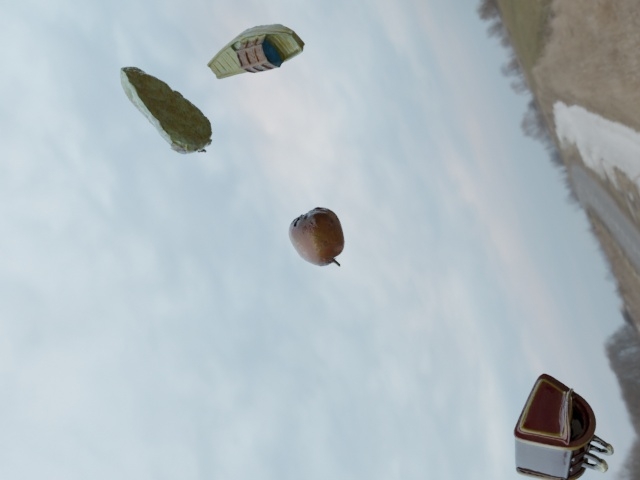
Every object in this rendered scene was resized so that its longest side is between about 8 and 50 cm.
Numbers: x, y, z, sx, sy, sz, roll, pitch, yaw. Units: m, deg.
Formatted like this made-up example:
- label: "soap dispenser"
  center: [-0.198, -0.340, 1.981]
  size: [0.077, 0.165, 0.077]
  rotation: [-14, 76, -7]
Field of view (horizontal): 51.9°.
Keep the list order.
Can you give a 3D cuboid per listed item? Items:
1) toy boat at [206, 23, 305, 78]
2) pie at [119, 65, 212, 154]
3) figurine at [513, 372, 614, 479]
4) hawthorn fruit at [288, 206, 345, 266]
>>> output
- label: "toy boat"
  center: [-0.098, -0.282, 0.990]
  size: [0.065, 0.172, 0.066]
  rotation: [49, -130, -39]
- label: "pie"
  center: [-0.386, -0.322, 1.639]
  size: [0.274, 0.105, 0.257]
  rotation: [46, -169, -10]
- label: "figurine"
  center: [0.268, 0.215, 0.718]
  size: [0.082, 0.098, 0.154]
  rotation: [-53, -31, -24]
- label: "hawthorn fruit"
  center: [-0.004, -0.005, 0.854]
  size: [0.077, 0.077, 0.077]
  rotation: [51, -153, -38]
